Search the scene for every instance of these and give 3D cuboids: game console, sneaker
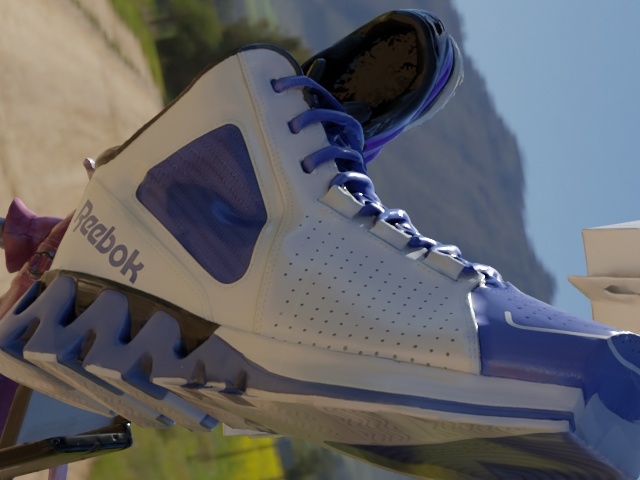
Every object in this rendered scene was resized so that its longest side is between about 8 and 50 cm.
[{"bbox_3d":[-0.182,0.111,1.001,0.107,0.122,0.071,6,69,-56],"label":"game console"},{"bbox_3d":[-0.011,-0.081,1.243,0.102,0.293,0.146,44,1,9],"label":"sneaker"},{"bbox_3d":[-0.001,0.000,0.712,0.127,0.315,0.182,43,58,-58],"label":"sneaker"}]

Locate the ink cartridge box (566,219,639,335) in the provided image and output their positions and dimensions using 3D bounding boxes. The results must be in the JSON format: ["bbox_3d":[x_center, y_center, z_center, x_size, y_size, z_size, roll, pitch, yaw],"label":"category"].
[{"bbox_3d":[0.227,0.030,0.922,0.092,0.143,0.090,-2,-83,64],"label":"ink cartridge box"}]

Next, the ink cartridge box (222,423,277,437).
[{"bbox_3d":[-0.042,0.119,1.632,0.128,0.127,0.176,109,-21,-83],"label":"ink cartridge box"}]

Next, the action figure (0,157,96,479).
[{"bbox_3d":[-0.222,0.062,1.382,0.248,0.370,0.276,11,-34,52],"label":"action figure"}]
